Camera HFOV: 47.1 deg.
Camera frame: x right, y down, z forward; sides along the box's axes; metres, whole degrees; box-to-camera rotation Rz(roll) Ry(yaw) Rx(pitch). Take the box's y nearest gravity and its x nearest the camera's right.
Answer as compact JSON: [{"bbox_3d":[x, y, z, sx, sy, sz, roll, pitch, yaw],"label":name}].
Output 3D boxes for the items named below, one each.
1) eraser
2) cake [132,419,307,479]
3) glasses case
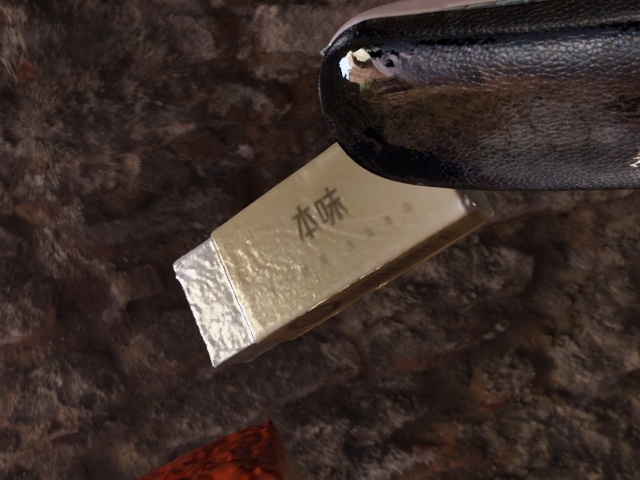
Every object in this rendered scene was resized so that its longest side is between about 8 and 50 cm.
[{"bbox_3d":[0.000,0.000,0.784,0.343,0.078,0.144,-34,-109,23],"label":"eraser"},{"bbox_3d":[-0.104,0.395,0.801,0.270,0.269,0.319,-19,-92,-5],"label":"cake"},{"bbox_3d":[0.150,-0.085,0.405,0.122,0.314,0.075,64,-146,-46],"label":"glasses case"}]
